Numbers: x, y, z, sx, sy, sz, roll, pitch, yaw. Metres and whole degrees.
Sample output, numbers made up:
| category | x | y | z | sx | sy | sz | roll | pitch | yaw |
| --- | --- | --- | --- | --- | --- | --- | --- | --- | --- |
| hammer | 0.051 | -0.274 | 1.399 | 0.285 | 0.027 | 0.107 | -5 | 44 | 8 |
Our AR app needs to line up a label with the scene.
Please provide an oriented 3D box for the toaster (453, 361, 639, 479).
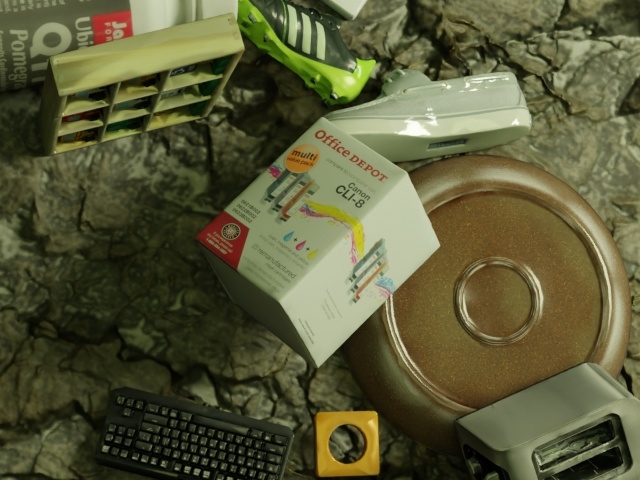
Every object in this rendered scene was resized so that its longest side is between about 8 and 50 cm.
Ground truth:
| category | x | y | z | sx | sy | sz | roll | pitch | yaw |
| --- | --- | --- | --- | --- | --- | --- | --- | --- | --- |
| toaster | 0.241 | 0.223 | 1.835 | 0.186 | 0.110 | 0.168 | -22 | 112 | -11 |

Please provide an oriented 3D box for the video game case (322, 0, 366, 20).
| category | x | y | z | sx | sy | sz | roll | pitch | yaw |
| --- | --- | --- | --- | --- | --- | --- | --- | --- | --- |
| video game case | 0.001 | -0.353 | 1.939 | 0.201 | 0.023 | 0.183 | 35 | 77 | -5 |

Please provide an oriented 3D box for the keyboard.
| category | x | y | z | sx | sy | sz | roll | pitch | yaw |
| --- | --- | --- | --- | --- | --- | --- | --- | --- | --- |
| keyboard | -0.123 | 0.208 | 1.807 | 0.180 | 0.023 | 0.108 | 13 | 79 | 10 |

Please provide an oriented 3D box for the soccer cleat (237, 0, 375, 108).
| category | x | y | z | sx | sy | sz | roll | pitch | yaw |
| --- | --- | --- | --- | --- | --- | --- | --- | --- | --- |
| soccer cleat | -0.025 | -0.209 | 1.900 | 0.179 | 0.060 | 0.072 | 41 | 67 | -10 |

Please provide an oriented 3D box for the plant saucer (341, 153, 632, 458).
| category | x | y | z | sx | sy | sz | roll | pitch | yaw |
| --- | --- | --- | --- | --- | --- | --- | --- | --- | --- |
| plant saucer | 0.170 | 0.062 | 1.902 | 0.311 | 0.050 | 0.310 | 2 | 81 | -12 |

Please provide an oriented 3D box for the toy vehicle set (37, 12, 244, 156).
| category | x | y | z | sx | sy | sz | roll | pitch | yaw |
| --- | --- | --- | --- | --- | --- | --- | --- | --- | --- |
| toy vehicle set | -0.170 | -0.139 | 1.749 | 0.166 | 0.267 | 0.035 | -15 | 84 | -12 |

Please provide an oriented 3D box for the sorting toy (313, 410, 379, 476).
| category | x | y | z | sx | sy | sz | roll | pitch | yaw |
| --- | --- | --- | --- | --- | --- | --- | --- | --- | --- |
| sorting toy | 0.018 | 0.336 | 1.834 | 0.196 | 0.047 | 0.347 | 13 | 80 | -13 |

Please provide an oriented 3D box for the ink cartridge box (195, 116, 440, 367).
| category | x | y | z | sx | sy | sz | roll | pitch | yaw |
| --- | --- | --- | --- | --- | --- | --- | --- | --- | --- |
| ink cartridge box | 0.000 | 0.000 | 1.811 | 0.176 | 0.127 | 0.128 | -45 | 54 | -14 |

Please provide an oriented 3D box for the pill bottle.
| category | x | y | z | sx | sy | sz | roll | pitch | yaw |
| --- | --- | --- | --- | --- | --- | --- | --- | --- | --- |
| pill bottle | -0.247 | -0.237 | 1.794 | 0.319 | 0.176 | 0.176 | -11 | 84 | -12 |

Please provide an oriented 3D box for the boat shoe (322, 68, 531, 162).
| category | x | y | z | sx | sy | sz | roll | pitch | yaw |
| --- | --- | --- | --- | --- | --- | --- | --- | --- | --- |
| boat shoe | 0.096 | -0.130 | 1.905 | 0.228 | 0.079 | 0.081 | -6 | 71 | -15 |
